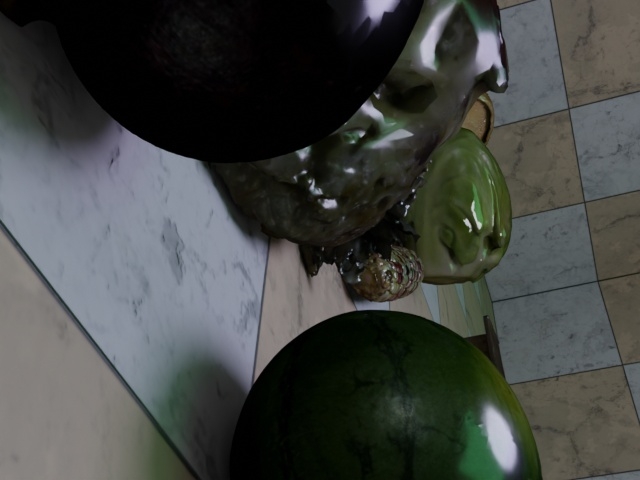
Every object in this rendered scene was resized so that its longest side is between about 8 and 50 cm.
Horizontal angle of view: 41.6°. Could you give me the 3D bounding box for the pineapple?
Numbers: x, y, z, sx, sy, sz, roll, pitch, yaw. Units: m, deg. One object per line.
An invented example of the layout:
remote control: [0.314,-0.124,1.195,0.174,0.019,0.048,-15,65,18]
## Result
pineapple: [0.064,-0.084,1.097,0.361,0.175,0.175,-80,154,-47]

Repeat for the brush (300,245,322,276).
brush: [0.000,0.000,1.062,0.170,0.014,0.043,-61,138,-70]

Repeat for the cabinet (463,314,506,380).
cabinet: [0.205,0.253,1.308,0.148,0.174,0.215,52,28,-60]

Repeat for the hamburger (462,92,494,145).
hamburger: [0.261,-0.253,1.835,0.286,0.243,0.146,47,27,-36]

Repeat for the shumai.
shumai: [0.046,-0.140,0.815,0.217,0.283,0.346,-92,164,-44]

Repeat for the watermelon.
watermelon: [0.048,0.175,0.642,0.242,0.242,0.242,-13,90,-76]

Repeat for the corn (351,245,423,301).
corn: [0.097,0.051,1.256,0.253,0.086,0.086,-5,82,-74]

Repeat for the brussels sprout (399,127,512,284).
brussels sprout: [0.259,-0.070,1.693,0.328,0.247,0.328,23,64,-57]

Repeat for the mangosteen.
mangosteen: [-0.078,-0.197,0.521,0.302,0.275,0.275,29,39,-26]
